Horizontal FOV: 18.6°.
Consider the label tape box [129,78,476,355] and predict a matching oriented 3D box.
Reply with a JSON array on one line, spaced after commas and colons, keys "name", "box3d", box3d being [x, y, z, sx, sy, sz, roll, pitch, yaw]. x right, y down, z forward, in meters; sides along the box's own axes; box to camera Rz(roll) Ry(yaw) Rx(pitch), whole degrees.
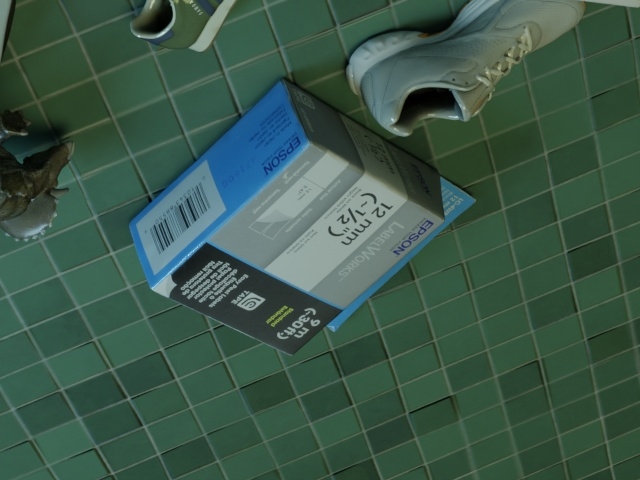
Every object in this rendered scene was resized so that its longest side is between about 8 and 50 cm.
[{"name": "label tape box", "box3d": [0.000, 0.000, 2.172, 0.249, 0.115, 0.348, -42, 134, 20]}]

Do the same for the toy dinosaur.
[{"name": "toy dinosaur", "box3d": [-0.365, -0.049, 1.890, 0.314, 0.121, 0.160, -7, 152, -27]}]

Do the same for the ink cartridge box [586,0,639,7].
[{"name": "ink cartridge box", "box3d": [0.222, -0.351, 1.900, 0.283, 0.117, 0.207, 2, 132, -27]}]

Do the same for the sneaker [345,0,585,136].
[{"name": "sneaker", "box3d": [0.166, -0.182, 2.050, 0.262, 0.121, 0.099, -24, 140, 0]}]

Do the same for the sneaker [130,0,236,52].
[{"name": "sneaker", "box3d": [-0.122, -0.258, 1.876, 0.086, 0.064, 0.192, 0, 137, -32]}]

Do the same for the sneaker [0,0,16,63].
[{"name": "sneaker", "box3d": [-0.350, -0.209, 1.829, 0.118, 0.083, 0.222, 13, 140, -8]}]
